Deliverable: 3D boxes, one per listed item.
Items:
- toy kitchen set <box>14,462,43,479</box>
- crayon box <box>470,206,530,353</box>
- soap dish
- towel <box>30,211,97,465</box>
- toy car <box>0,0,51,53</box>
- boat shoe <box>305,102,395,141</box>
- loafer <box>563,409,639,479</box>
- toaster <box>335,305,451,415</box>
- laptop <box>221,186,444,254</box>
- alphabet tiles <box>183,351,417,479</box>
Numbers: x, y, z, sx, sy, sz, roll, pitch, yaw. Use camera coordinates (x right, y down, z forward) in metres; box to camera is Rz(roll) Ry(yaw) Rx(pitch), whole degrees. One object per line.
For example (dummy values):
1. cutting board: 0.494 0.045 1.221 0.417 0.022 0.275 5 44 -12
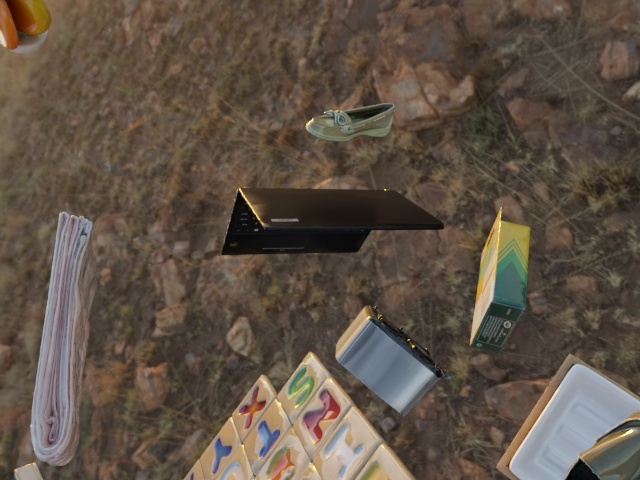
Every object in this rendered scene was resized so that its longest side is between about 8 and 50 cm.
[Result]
1. toy kitchen set: -0.466 0.426 0.974 0.075 0.068 0.083 38 124 38
2. crayon box: 0.463 0.098 1.493 0.083 0.203 0.322 14 50 8
3. soap dish: 0.541 0.423 1.211 0.229 0.118 0.290 34 84 18
4. towel: -0.372 0.163 0.863 0.332 0.054 0.316 132 140 -61
5. toy car: -0.484 -0.339 0.819 0.136 0.182 0.159 -55 -2 -31
6. boat shoe: 0.048 -0.184 0.885 0.056 0.153 0.048 53 140 41
7. loafer: 0.484 0.366 0.949 0.094 0.088 0.251 53 141 34
8. toaster: 0.124 0.213 1.057 0.110 0.168 0.186 -51 -1 2
9. laptop: 0.000 0.000 0.811 0.264 0.235 0.136 117 147 -53
10. alphabet tiles: -0.056 0.250 0.472 0.285 0.011 0.342 -53 23 -1
